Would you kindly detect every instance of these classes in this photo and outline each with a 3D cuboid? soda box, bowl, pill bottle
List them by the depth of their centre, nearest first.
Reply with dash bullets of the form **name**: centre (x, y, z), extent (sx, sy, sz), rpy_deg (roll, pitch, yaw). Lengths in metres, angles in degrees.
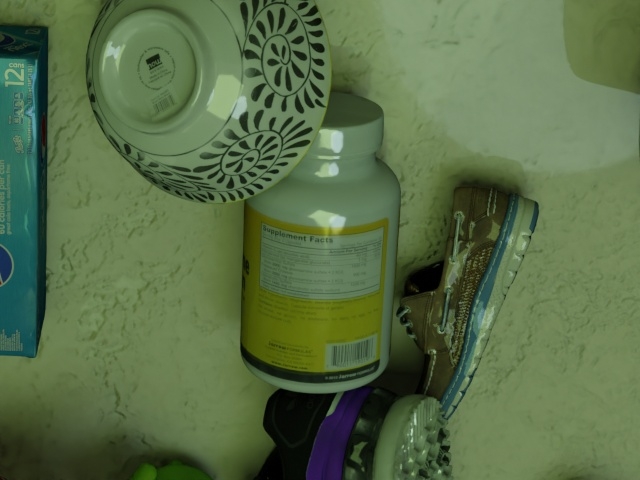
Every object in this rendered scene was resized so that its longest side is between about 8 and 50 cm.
- **bowl**: centre (-0.086, -0.104, 1.151), extent (0.170, 0.080, 0.170), rpy_deg (2, 95, 26)
- **soda box**: centre (-0.215, -0.032, 1.222), extent (0.067, 0.071, 0.210), rpy_deg (3, 113, -4)
- **pill bottle**: centre (0.000, 0.000, 1.231), extent (0.103, 0.103, 0.184), rpy_deg (1, 113, -4)

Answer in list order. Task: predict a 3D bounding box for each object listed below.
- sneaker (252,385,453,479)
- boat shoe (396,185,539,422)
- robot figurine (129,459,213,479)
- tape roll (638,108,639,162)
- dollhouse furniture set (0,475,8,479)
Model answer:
- **sneaker**: centre (0.015, 0.209, 1.332), extent (0.146, 0.102, 0.293), rpy_deg (11, 129, 20)
- **boat shoe**: centre (0.088, 0.044, 1.282), extent (0.066, 0.066, 0.183), rpy_deg (21, 108, 1)
- **robot figurine**: centre (-0.101, 0.202, 1.305), extent (0.101, 0.115, 0.067), rpy_deg (40, 106, -17)
- **tape roll**: centre (0.285, -0.129, 1.094), extent (0.100, 0.286, 0.286), rpy_deg (13, 112, -9)
- **dollhouse furniture set**: centre (-0.224, 0.313, 1.305), extent (0.201, 0.152, 0.374), rpy_deg (20, 134, 27)
